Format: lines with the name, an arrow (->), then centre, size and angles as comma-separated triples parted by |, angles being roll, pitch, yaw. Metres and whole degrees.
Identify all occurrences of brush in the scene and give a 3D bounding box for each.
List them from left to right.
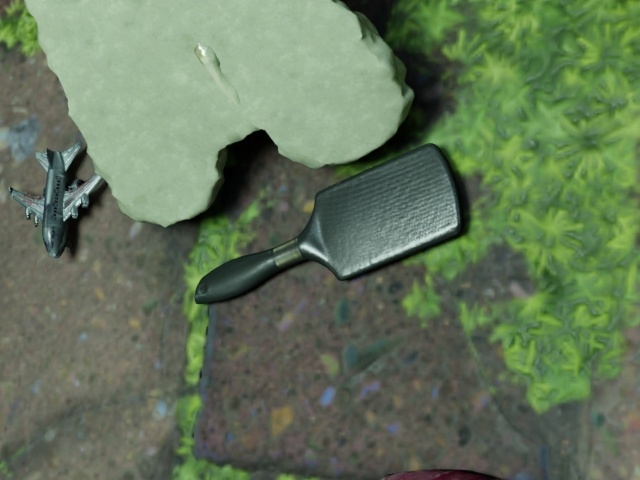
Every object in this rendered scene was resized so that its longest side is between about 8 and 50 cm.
brush -> 0.000, 0.000, 0.878 | 0.193, 0.016, 0.063 | -22, 69, 19

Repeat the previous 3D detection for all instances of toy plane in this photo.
toy plane -> -0.183, -0.027, 0.963 | 0.078, 0.031, 0.083 | -12, 73, 23

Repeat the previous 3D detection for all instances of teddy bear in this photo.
teddy bear -> -0.078, -0.272, 0.932 | 0.327, 0.375, 0.362 | -18, 29, 22

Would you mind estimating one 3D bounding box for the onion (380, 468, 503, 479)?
onion -> 0.073, 0.255, 0.734 | 0.247, 0.111, 0.250 | 19, 85, 30
